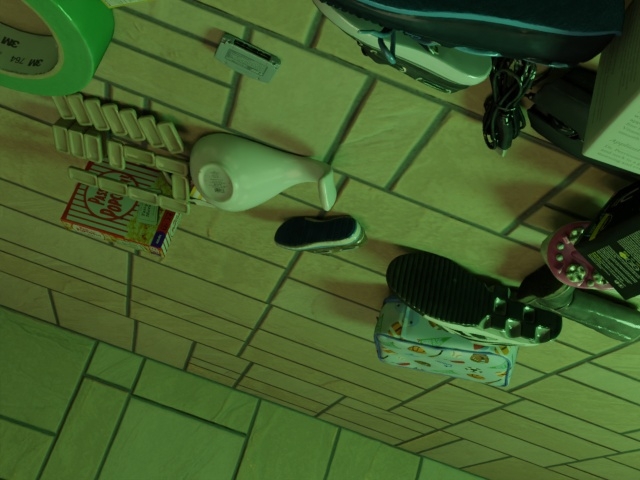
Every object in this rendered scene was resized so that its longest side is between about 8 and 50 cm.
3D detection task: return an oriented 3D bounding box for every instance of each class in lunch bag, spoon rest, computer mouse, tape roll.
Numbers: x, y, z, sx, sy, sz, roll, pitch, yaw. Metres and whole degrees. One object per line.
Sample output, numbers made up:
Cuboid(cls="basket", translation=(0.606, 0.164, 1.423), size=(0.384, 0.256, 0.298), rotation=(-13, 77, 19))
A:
Cuboid(cls="lunch bag", translation=(0.254, 0.211, 1.716), size=(0.304, 0.114, 0.243), rotation=(11, 158, 14))
Cuboid(cls="spoon rest", translation=(-0.091, -0.100, 1.311), size=(0.276, 0.084, 0.137), rotation=(9, 123, 29))
Cuboid(cls="computer mouse", translation=(0.322, -0.128, 0.967), size=(0.272, 0.072, 0.188), rotation=(13, 155, 12))
Cuboid(cls="tape roll", translation=(-0.440, -0.319, 1.100), size=(0.321, 0.077, 0.321), rotation=(15, 156, 7))

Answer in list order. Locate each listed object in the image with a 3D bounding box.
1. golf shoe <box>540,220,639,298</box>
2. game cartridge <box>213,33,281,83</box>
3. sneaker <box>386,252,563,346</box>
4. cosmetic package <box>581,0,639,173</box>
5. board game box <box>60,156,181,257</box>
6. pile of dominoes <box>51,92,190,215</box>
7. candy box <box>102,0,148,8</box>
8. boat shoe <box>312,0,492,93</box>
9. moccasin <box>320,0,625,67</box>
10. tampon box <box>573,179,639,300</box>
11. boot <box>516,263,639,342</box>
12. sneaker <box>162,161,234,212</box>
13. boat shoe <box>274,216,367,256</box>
Cuboid(cls="golf shoe", translation=(0.469, 0.034, 1.206), size=(0.306, 0.115, 0.140), rotation=(15, -177, -1))
Cuboid(cls="game cartridge", translation=(-0.098, -0.240, 1.099), size=(0.083, 0.017, 0.056), rotation=(24, 153, -13))
Cuboid(cls="sneaker", translation=(0.259, 0.130, 1.516), size=(0.331, 0.122, 0.146), rotation=(22, 155, -7))
Cuboid(cls="cosmetic package", translation=(0.361, -0.158, 0.770), size=(0.151, 0.151, 0.183), rotation=(19, 157, -2))
Cuboid(cls="board game box", translation=(-0.350, -0.065, 1.504), size=(0.194, 0.146, 0.045), rotation=(15, 157, 6))
Cuboid(cls="pile of dominoes", translation=(-0.330, -0.158, 1.395), size=(0.251, 0.040, 0.196), rotation=(17, 135, 9))
Cuboid(cls="candy box", translation=(-0.271, -0.354, 0.960), size=(0.105, 0.027, 0.206), rotation=(5, 153, 34))
Cuboid(cls="boat shoe", translation=(0.081, -0.228, 0.927), size=(0.229, 0.080, 0.076), rotation=(19, 156, -20))
Cuboid(cls="moccasin", translation=(0.119, -0.228, 0.819), size=(0.342, 0.137, 0.117), rotation=(19, 161, 1))
Cuboid(cls="tampon box", translation=(0.426, -0.018, 1.038), size=(0.101, 0.120, 0.161), rotation=(45, 153, -1))
Cuboid(cls="boot", translation=(0.456, 0.110, 1.390), size=(0.209, 0.076, 0.189), rotation=(27, 170, -3))
Cuboid(cls="sneaker", translation=(-0.186, -0.098, 1.411), size=(0.186, 0.069, 0.084), rotation=(3, 153, 28))
Cuboid(cls="boat shoe", translation=(0.000, 0.000, 1.491), size=(0.183, 0.066, 0.066), rotation=(0, 152, 36))
